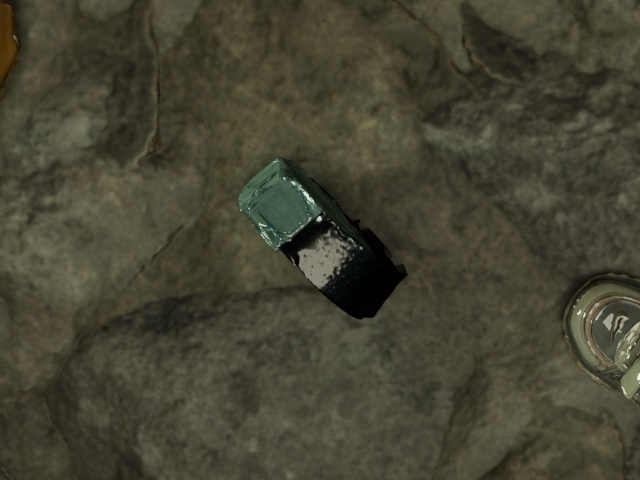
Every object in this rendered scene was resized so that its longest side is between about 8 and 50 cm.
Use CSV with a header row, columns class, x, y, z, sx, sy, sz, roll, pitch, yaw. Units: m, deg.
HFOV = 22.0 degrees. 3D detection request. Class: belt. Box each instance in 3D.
class,x,y,z,sx,sy,sz,roll,pitch,yaw
belt,0.000,0.000,1.241,0.140,0.105,0.058,45,98,1

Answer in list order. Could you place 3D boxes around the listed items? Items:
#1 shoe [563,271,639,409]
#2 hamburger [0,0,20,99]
class,x,y,z,sx,sy,sz,roll,pitch,yaw
shoe,0.267,0.103,1.272,0.180,0.092,0.089,36,100,-8
hamburger,-0.300,-0.211,1.178,0.124,0.131,0.262,-6,102,13
